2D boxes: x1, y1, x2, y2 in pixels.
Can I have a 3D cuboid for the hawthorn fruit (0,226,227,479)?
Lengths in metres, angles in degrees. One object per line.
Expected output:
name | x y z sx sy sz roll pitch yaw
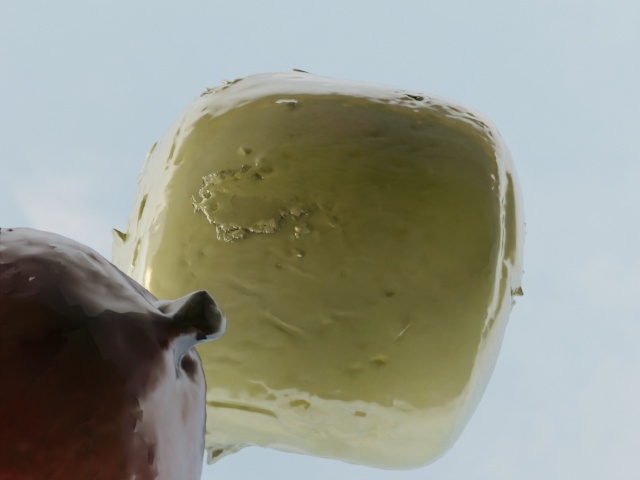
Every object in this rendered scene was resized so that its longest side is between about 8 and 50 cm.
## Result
hawthorn fruit | -0.119 0.076 0.737 0.188 0.169 0.169 -19 -125 7

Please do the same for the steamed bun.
steamed bun | 0.000 0.000 1.104 0.232 0.166 0.273 18 -142 -2
